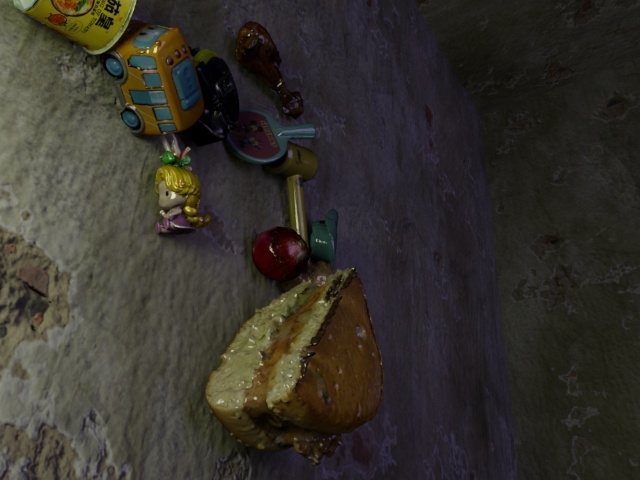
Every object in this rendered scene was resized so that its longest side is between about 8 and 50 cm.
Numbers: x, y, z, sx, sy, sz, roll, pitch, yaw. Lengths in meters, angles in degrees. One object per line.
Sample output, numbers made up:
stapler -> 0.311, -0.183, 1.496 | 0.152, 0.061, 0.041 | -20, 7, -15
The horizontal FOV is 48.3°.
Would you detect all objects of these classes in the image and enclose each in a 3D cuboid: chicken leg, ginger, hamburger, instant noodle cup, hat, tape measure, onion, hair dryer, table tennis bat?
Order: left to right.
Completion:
instant noodle cup -> -0.418, -0.424, 1.199 | 0.144, 0.182, 0.182 | 13, 63, -49
tape measure -> -0.241, -0.316, 1.498 | 0.186, 0.112, 0.199 | -82, 156, -55
chicken leg -> -0.130, -0.427, 1.841 | 0.304, 0.093, 0.113 | 57, 47, -43
table tennis bat -> -0.117, -0.249, 1.687 | 0.244, 0.040, 0.153 | -11, 68, -33
onion -> -0.089, 0.029, 1.595 | 0.131, 0.131, 0.131 | 40, 41, -47
hair dryer -> -0.067, -0.108, 1.767 | 0.135, 0.090, 0.278 | 12, 70, -60
hamburger -> -0.026, 0.271, 1.394 | 0.287, 0.268, 0.445 | 63, 24, -15
ginger -> -0.017, 0.128, 1.687 | 0.157, 0.102, 0.216 | -15, 93, -37
hat -> 0.000, 0.000, 1.802 | 0.191, 0.078, 0.138 | -85, -173, -52

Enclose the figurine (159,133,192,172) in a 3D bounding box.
figurine -> -0.283, -0.163, 1.410 | 0.047, 0.064, 0.109 | -98, 171, -68

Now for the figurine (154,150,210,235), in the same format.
figurine -> -0.260, -0.090, 1.363 | 0.115, 0.095, 0.156 | 3, 75, -50

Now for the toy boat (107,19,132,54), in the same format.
toy boat -> -0.366, -0.388, 1.390 | 0.200, 0.057, 0.077 | -4, 73, -62

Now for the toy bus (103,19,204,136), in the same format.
toy bus -> -0.298, -0.296, 1.317 | 0.126, 0.136, 0.209 | -56, 145, -44
